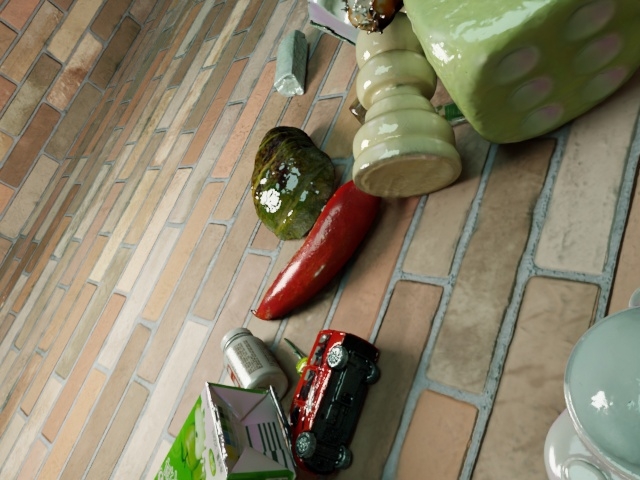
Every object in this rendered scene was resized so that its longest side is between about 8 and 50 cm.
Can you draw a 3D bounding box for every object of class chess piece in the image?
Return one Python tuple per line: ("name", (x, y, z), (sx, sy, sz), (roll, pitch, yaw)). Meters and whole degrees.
("chess piece", (0.128, -0.235, 0.821), (0.167, 0.167, 0.300), (-15, 69, 36))

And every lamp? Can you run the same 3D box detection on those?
("lamp", (0.310, 0.159, 0.473), (0.246, 0.108, 0.179), (-52, 36, 3))

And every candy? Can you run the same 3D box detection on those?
("candy", (-0.037, 0.190, 0.840), (0.035, 0.035, 0.123), (-50, 33, -1))

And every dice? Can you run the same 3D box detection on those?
("dice", (0.274, -0.310, 0.692), (0.254, 0.252, 0.250), (-31, 58, 26))

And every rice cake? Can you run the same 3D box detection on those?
("rice cake", (-0.075, -0.449, 1.287), (0.069, 0.063, 0.207), (-21, 50, 35))

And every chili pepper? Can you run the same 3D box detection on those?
("chili pepper", (-0.001, 0.005, 0.890), (0.368, 0.092, 0.137), (-49, 25, 0))

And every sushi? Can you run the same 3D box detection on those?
("sushi", (0.084, -0.398, 0.786), (0.097, 0.103, 0.226), (-15, 36, 38))

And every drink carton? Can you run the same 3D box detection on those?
("drink carton", (-0.147, 0.347, 0.718), (0.271, 0.108, 0.161), (-60, 34, 23))

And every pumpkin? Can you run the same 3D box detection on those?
("pumpkin", (-0.048, -0.147, 1.003), (0.163, 0.111, 0.279), (-12, 56, 46))

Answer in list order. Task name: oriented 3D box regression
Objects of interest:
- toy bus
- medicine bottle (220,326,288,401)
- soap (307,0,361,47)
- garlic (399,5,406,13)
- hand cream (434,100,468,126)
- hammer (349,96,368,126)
("toy bus", (0.010, 0.230, 0.729), (0.089, 0.081, 0.195), (-3, 61, 53))
("medicine bottle", (-0.118, 0.212, 0.857), (0.079, 0.079, 0.140), (-51, 41, 3))
("soap", (0.093, -0.595, 0.976), (0.446, 0.156, 0.261), (111, 175, -47))
("garlic", (0.200, -0.476, 1.032), (0.266, 0.148, 0.129), (23, 116, 44))
("hand cream", (0.208, -0.216, 0.890), (0.165, 0.037, 0.057), (-12, 55, 30))
("hammer", (0.189, -0.382, 0.924), (0.409, 0.242, 0.095), (-51, 2, 26))
